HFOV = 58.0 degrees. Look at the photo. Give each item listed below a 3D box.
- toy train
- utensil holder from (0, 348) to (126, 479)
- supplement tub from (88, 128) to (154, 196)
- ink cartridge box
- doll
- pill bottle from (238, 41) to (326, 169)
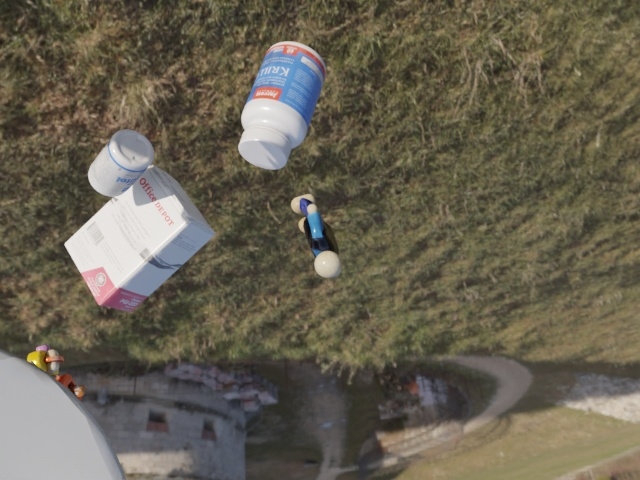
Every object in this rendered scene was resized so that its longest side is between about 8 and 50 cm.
[{"bbox_3d":[-0.382,0.215,0.825,0.046,0.125,0.166,-17,-173,0],"label":"toy train"},{"bbox_3d":[-0.360,0.228,0.444,0.328,0.327,0.386,18,159,-33],"label":"utensil holder"},{"bbox_3d":[-0.318,-0.122,0.922,0.071,0.070,0.107,18,146,-33],"label":"supplement tub"},{"bbox_3d":[-0.320,-0.004,1.028,0.218,0.158,0.092,-43,154,6],"label":"ink cartridge box"},{"bbox_3d":[0.000,0.000,0.847,0.046,0.189,0.129,-22,117,-2],"label":"doll"},{"bbox_3d":[-0.074,-0.247,1.073,0.124,0.221,0.124,13,155,6],"label":"pill bottle"}]
